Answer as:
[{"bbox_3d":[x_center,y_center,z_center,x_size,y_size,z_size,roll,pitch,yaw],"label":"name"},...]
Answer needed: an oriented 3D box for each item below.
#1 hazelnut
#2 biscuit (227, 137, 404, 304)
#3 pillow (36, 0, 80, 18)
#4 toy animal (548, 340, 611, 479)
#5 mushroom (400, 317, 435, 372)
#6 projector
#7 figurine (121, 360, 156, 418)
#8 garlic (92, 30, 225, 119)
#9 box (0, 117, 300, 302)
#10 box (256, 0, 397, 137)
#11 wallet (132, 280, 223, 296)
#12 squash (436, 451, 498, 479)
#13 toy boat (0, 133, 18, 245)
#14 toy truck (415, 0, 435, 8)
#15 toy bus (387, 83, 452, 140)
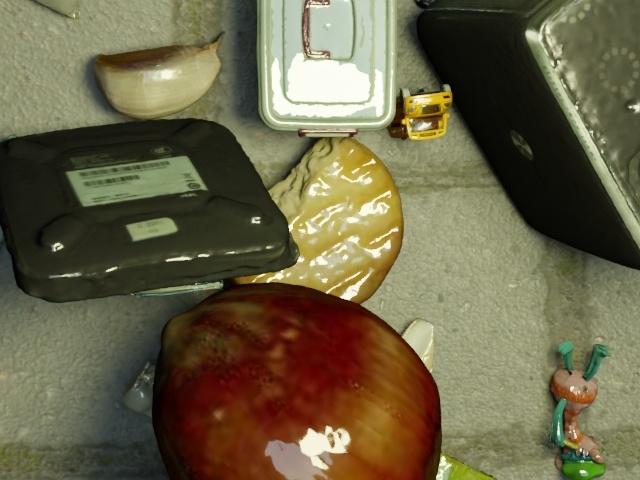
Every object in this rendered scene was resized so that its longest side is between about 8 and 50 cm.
[{"bbox_3d":[-0.035,0.235,1.685,0.352,0.421,0.421,-30,96,26],"label":"hazelnut"},{"bbox_3d":[0.000,0.000,1.878,0.274,0.091,0.213,-43,106,-5],"label":"biscuit"},{"bbox_3d":[-0.429,-0.423,1.823,0.255,0.059,0.169,20,85,-8],"label":"pillow"},{"bbox_3d":[0.376,0.250,1.943,0.103,0.100,0.208,-10,108,-47],"label":"toy animal"},{"bbox_3d":[0.106,0.211,1.917,0.084,0.071,0.209,28,82,23],"label":"mushroom"},{"bbox_3d":[0.359,-0.193,1.758,0.242,0.405,0.395,-37,108,-8],"label":"projector"},{"bbox_3d":[-0.203,0.238,1.847,0.146,0.098,0.081,35,73,-7],"label":"figurine"},{"bbox_3d":[-0.213,-0.237,1.837,0.198,0.129,0.090,-18,133,-6],"label":"garlic"},{"bbox_3d":[-0.236,-0.046,1.702,0.359,0.350,0.091,-8,123,-20],"label":"box"},{"bbox_3d":[-0.003,-0.286,1.840,0.193,0.167,0.294,0,91,-11],"label":"box"},{"bbox_3d":[-0.201,0.030,1.791,0.141,0.202,0.059,-7,99,-10],"label":"wallet"},{"bbox_3d":[0.142,0.429,1.909,0.169,0.093,0.252,28,86,-10],"label":"squash"},{"bbox_3d":[-0.482,-0.057,1.810,0.134,0.079,0.208,18,86,-12],"label":"toy boat"},{"bbox_3d":[0.184,-0.377,1.923,0.077,0.076,0.111,-15,94,-29],"label":"toy truck"},{"bbox_3d":[0.137,-0.179,1.867,0.069,0.162,0.074,-8,95,-9],"label":"toy bus"}]
